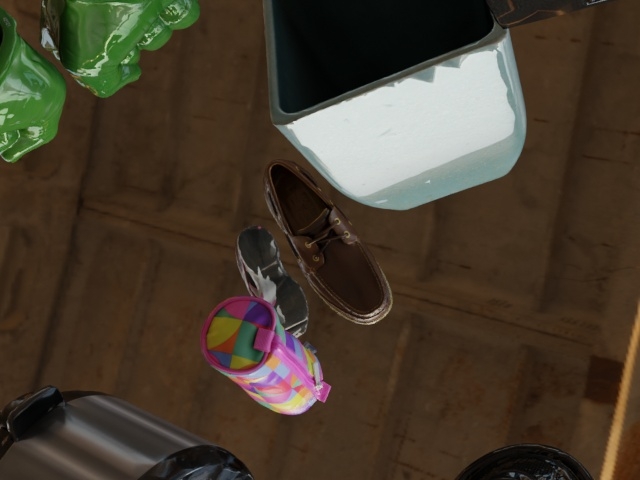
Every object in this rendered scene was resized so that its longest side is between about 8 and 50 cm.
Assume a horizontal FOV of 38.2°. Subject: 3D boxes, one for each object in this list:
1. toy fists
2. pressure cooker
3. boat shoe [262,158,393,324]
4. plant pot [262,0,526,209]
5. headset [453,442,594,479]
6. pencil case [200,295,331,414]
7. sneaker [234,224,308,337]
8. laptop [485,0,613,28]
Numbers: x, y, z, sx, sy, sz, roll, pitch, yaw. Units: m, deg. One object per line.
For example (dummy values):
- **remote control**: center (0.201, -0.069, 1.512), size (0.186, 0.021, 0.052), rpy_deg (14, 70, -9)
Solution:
- **toy fists**: center (-0.204, -0.140, 0.683), size (0.096, 0.279, 0.142), rpy_deg (50, -20, -1)
- **pressure cooker**: center (-0.346, 0.438, 1.449), size (0.420, 0.375, 0.370), rpy_deg (17, -94, 35)
- **boat shoe**: center (0.000, -0.001, 0.839), size (0.064, 0.060, 0.178), rpy_deg (-35, -108, -1)
- **plant pot**: center (0.102, -0.177, 1.049), size (0.248, 0.252, 0.247), rpy_deg (-19, -130, 15)
- **headset**: center (0.216, 0.233, 0.715), size (0.394, 0.243, 0.185), rpy_deg (-42, -158, 47)
- **pencil case**: center (-0.062, 0.145, 1.126), size (0.104, 0.236, 0.104), rpy_deg (-6, -112, 14)
- **sneaker**: center (-0.073, 0.064, 1.324), size (0.077, 0.072, 0.178), rpy_deg (170, -98, -71)
- **laptop**: center (0.226, -0.139, 0.545), size (0.264, 0.234, 0.136), rpy_deg (-11, -100, 19)
